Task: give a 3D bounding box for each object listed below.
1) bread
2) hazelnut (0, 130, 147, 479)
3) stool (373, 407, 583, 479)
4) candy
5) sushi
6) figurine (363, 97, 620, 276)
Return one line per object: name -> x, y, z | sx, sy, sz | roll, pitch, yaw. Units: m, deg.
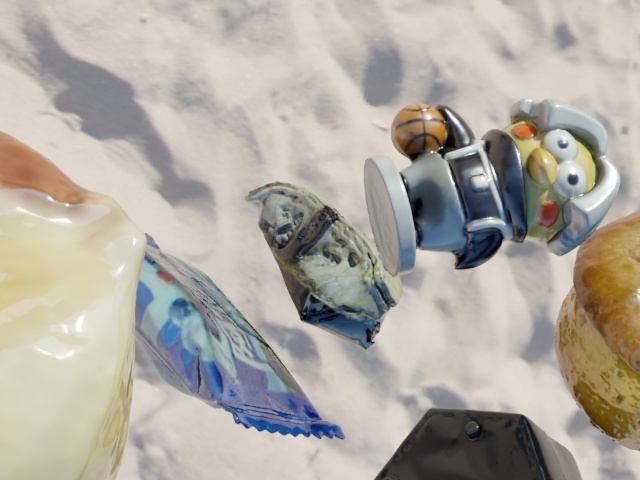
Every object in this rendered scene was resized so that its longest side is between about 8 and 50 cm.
bread -> 0.392, 0.100, 1.265 | 0.312, 0.312, 0.172 | -9, 141, -33
hazelnut -> -0.193, 0.056, 0.620 | 0.241, 0.261, 0.261 | -23, 117, 1
stool -> 0.171, 0.294, 1.270 | 0.141, 0.232, 0.232 | 40, 78, -47
candy -> -0.128, 0.082, 1.163 | 0.077, 0.331, 0.187 | -53, 149, 13
sushi -> 0.007, -0.002, 1.566 | 0.109, 0.273, 0.134 | -41, 141, 18
figurine -> 0.166, -0.060, 1.168 | 0.236, 0.133, 0.176 | -11, 82, -9
